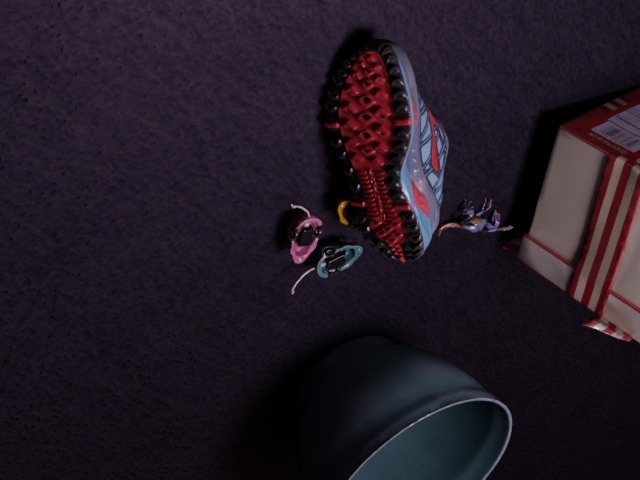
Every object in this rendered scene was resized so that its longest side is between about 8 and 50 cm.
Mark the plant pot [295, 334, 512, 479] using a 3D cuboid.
[{"bbox_3d":[0.085,0.255,1.254,0.293,0.196,0.293,-21,137,-21],"label":"plant pot"}]

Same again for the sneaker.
[{"bbox_3d":[0.081,-0.111,1.010,0.125,0.104,0.262,-51,142,-41],"label":"sneaker"}]

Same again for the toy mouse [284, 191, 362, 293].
[{"bbox_3d":[0.000,0.000,1.076,0.161,0.031,0.143,17,115,-46],"label":"toy mouse"}]

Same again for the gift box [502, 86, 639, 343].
[{"bbox_3d":[0.412,-0.026,1.212,0.276,0.255,0.258,-22,136,-29],"label":"gift box"}]

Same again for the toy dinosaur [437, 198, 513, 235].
[{"bbox_3d":[0.209,-0.028,1.228,0.090,0.047,0.082,-16,157,23],"label":"toy dinosaur"}]
